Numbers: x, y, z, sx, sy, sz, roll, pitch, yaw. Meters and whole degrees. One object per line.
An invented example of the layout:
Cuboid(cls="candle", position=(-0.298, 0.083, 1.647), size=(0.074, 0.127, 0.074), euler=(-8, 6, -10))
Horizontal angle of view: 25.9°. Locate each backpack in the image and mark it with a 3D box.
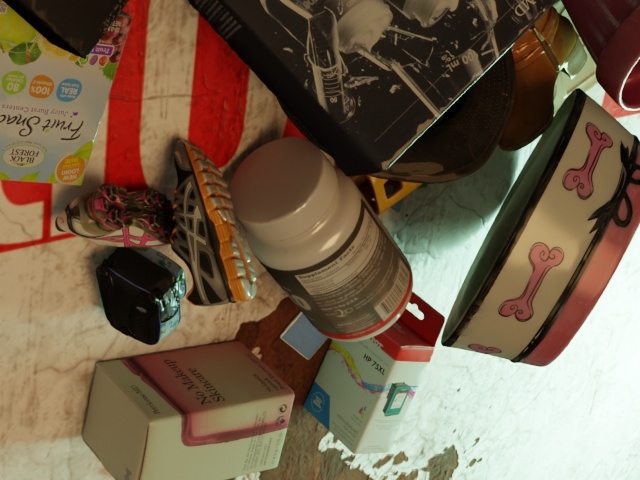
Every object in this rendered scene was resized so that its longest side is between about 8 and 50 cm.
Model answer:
Cuboid(cls="backpack", position=(-0.218, 0.068, 1.734), size=(0.084, 0.105, 0.114), euler=(-45, 152, -38))

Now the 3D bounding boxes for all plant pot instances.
Cuboid(cls="plant pot", position=(0.430, -0.308, 1.893), size=(0.201, 0.180, 0.201), euler=(-29, 154, -15))

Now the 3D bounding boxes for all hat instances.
Cuboid(cls="hat", position=(0.074, -0.202, 1.763), size=(0.331, 0.331, 0.134), euler=(-27, 177, -24))

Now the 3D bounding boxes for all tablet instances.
Cuboid(cls="tablet", position=(-0.022, 0.137, 2.023), size=(0.054, 0.006, 0.083), euler=(-49, 137, -2))

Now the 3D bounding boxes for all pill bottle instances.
Cuboid(cls="pill bottle", position=(0.000, 0.000, 1.833), size=(0.161, 0.161, 0.283), euler=(-45, 137, -7))

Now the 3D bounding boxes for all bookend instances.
Cuboid(cls="bookend", position=(-0.256, -0.293, 1.387), size=(0.156, 0.072, 0.157), euler=(-56, 135, -7))

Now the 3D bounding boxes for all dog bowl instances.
Cuboid(cls="dog bowl", position=(0.327, -0.001, 1.956), size=(0.408, 0.150, 0.408), euler=(-63, 178, -3))

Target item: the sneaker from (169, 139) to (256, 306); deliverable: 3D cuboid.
Cuboid(cls="sneaker", position=(-0.147, -0.019, 1.690), size=(0.083, 0.215, 0.084), euler=(-20, 167, 15))

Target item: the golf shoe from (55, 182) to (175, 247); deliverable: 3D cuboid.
Cuboid(cls="golf shoe", position=(-0.241, -0.026, 1.689), size=(0.086, 0.068, 0.186), euler=(-19, 162, 27))

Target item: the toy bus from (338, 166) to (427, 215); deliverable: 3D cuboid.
Cuboid(cls="toy bus", position=(0.120, -0.123, 1.894), size=(0.191, 0.104, 0.202), euler=(7, 113, -44))

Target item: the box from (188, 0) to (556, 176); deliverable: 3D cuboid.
Cuboid(cls="box", position=(0.064, -0.299, 1.559), size=(0.343, 0.179, 0.312), euler=(-45, 100, -8))

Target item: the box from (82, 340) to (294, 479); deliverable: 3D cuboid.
Cuboid(cls="box", position=(-0.175, 0.234, 1.851), size=(0.232, 0.148, 0.127), euler=(-6, 121, -39))

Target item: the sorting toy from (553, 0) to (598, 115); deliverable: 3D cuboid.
Cuboid(cls="sorting toy", position=(0.338, -0.268, 2.038), size=(0.208, 0.038, 0.193), euler=(-33, 135, -13))

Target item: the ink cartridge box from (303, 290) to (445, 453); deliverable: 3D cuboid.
Cuboid(cls="ink cartridge box", position=(0.079, 0.182, 2.047), size=(0.078, 0.134, 0.231), euler=(6, 113, -43))

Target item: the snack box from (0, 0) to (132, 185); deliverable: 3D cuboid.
Cuboid(cls="snack box", position=(-0.317, -0.169, 1.508), size=(0.174, 0.070, 0.207), euler=(2, 118, -42))

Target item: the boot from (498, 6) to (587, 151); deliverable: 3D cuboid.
Cuboid(cls="boot", position=(0.281, -0.235, 1.943), size=(0.197, 0.073, 0.152), euler=(-57, 137, -6))
